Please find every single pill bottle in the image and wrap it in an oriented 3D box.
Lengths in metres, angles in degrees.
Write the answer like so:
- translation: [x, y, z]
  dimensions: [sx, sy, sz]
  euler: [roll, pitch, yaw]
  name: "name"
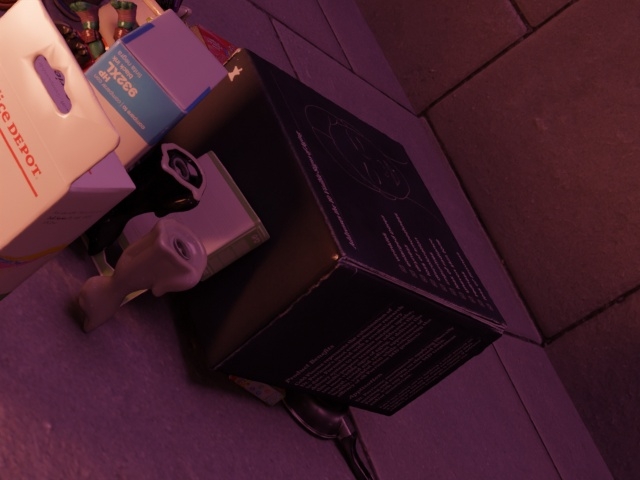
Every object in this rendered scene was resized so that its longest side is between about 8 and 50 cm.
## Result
- translation: [-0.428, -0.480, 1.762]
  dimensions: [0.078, 0.137, 0.078]
  euler: [44, 23, -25]
  name: "pill bottle"

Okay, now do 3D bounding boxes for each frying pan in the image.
- translation: [0.010, 0.306, 1.641]
  dimensions: [0.197, 0.053, 0.326]
  euler: [20, 37, -54]
  name: "frying pan"

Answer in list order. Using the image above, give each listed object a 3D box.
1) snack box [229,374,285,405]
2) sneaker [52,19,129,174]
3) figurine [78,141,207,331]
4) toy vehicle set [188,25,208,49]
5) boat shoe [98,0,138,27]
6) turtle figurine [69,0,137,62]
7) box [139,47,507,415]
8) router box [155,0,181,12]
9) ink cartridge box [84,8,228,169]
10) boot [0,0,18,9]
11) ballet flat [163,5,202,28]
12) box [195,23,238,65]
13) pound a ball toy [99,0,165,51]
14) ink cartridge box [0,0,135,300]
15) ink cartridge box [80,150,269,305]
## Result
- translation: [-0.107, 0.192, 1.568]
  dimensions: [0.100, 0.037, 0.141]
  euler: [38, 26, -31]
  name: "snack box"
- translation: [-0.385, -0.225, 1.510]
  dimensions: [0.135, 0.097, 0.276]
  euler: [23, -35, 53]
  name: "sneaker"
- translation: [-0.256, 0.004, 1.290]
  dimensions: [0.092, 0.209, 0.215]
  euler: [33, 38, -41]
  name: "figurine"
- translation: [-0.203, -0.260, 1.837]
  dimensions: [0.267, 0.035, 0.166]
  euler: [77, -10, -46]
  name: "toy vehicle set"
- translation: [-0.384, -0.458, 1.914]
  dimensions: [0.083, 0.076, 0.226]
  euler: [51, 4, 24]
  name: "boat shoe"
- translation: [-0.368, -0.286, 1.618]
  dimensions: [0.118, 0.175, 0.234]
  euler: [-163, -107, -85]
  name: "turtle figurine"
- translation: [0.000, 0.000, 1.633]
  dimensions: [0.471, 0.297, 0.480]
  euler: [26, 31, -47]
  name: "box"
- translation: [-0.360, -0.564, 2.073]
  dimensions: [0.133, 0.046, 0.179]
  euler: [15, 32, -8]
  name: "router box"
- translation: [-0.301, -0.159, 1.322]
  dimensions: [0.129, 0.307, 0.223]
  euler: [47, 23, -13]
  name: "ink cartridge box"
- translation: [-0.496, -0.487, 1.513]
  dimensions: [0.109, 0.220, 0.283]
  euler: [61, 23, 13]
  name: "boot"
- translation: [-0.302, -0.467, 2.086]
  dimensions: [0.231, 0.077, 0.077]
  euler: [56, 23, 5]
  name: "ballet flat"
- translation: [-0.205, -0.332, 2.018]
  dimensions: [0.257, 0.128, 0.123]
  euler: [24, 37, -53]
  name: "box"
- translation: [-0.325, -0.335, 1.720]
  dimensions: [0.319, 0.135, 0.208]
  euler: [59, -14, 12]
  name: "pound a ball toy"
- translation: [-0.349, -0.081, 1.039]
  dimensions: [0.207, 0.353, 0.119]
  euler: [59, 22, 11]
  name: "ink cartridge box"
- translation: [-0.216, -0.010, 1.388]
  dimensions: [0.171, 0.235, 0.056]
  euler: [54, -6, 35]
  name: "ink cartridge box"
